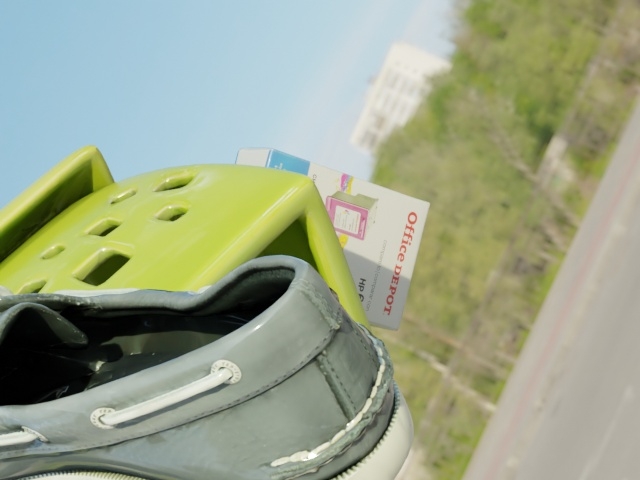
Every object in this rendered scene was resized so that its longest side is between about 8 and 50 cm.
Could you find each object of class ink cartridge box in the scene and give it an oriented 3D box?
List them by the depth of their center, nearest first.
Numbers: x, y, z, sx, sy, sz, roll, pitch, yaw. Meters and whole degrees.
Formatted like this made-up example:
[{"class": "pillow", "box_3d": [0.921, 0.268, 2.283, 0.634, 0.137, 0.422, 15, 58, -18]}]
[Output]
[{"class": "ink cartridge box", "box_3d": [0.000, 0.000, 0.967, 0.052, 0.122, 0.088, 4, 78, 61]}]

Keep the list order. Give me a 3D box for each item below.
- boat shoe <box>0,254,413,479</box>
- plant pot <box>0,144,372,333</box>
[{"class": "boat shoe", "box_3d": [-0.118, 0.048, 0.640, 0.116, 0.319, 0.099, -60, -40, -40]}, {"class": "plant pot", "box_3d": [-0.115, 0.090, 0.856, 0.227, 0.207, 0.228, -46, -44, -31]}]
